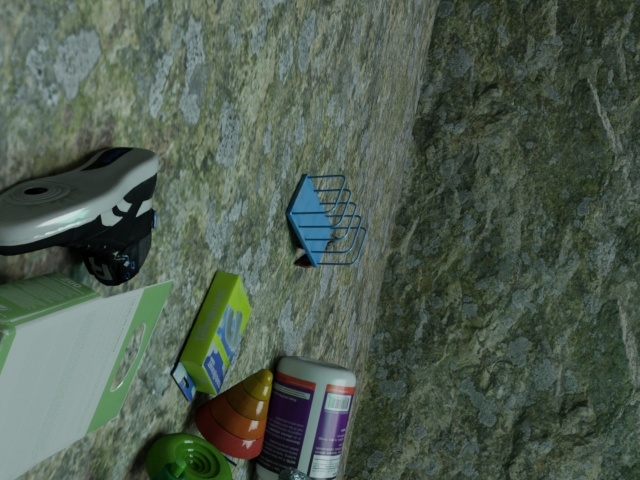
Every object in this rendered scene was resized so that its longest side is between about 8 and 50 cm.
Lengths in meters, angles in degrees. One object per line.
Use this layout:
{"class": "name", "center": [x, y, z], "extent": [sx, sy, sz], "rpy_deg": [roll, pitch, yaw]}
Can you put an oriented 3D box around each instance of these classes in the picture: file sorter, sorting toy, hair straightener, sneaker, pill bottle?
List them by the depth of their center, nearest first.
{"class": "sneaker", "center": [-0.206, -0.001, 0.577], "extent": [0.217, 0.079, 0.121], "rpy_deg": [-54, 151, -63]}
{"class": "sorting toy", "center": [-0.143, 0.266, 0.878], "extent": [0.126, 0.127, 0.365], "rpy_deg": [-57, 172, 13]}
{"class": "file sorter", "center": [0.019, -0.040, 1.352], "extent": [0.170, 0.104, 0.118], "rpy_deg": [65, 36, -42]}
{"class": "pill bottle", "center": [-0.038, 0.428, 1.416], "extent": [0.181, 0.181, 0.323], "rpy_deg": [36, 67, -76]}
{"class": "hair straightener", "center": [0.000, 0.000, 1.506], "extent": [0.230, 0.047, 0.089], "rpy_deg": [-25, 125, -67]}

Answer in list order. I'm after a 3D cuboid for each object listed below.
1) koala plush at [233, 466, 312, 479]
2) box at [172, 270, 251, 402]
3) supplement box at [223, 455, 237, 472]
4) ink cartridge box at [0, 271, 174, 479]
{"class": "koala plush", "center": [-0.147, 0.472, 1.088], "extent": [0.221, 0.203, 0.196], "rpy_deg": [49, 41, -47]}
{"class": "box", "center": [-0.160, 0.149, 0.976], "extent": [0.109, 0.042, 0.178], "rpy_deg": [82, 22, -53]}
{"class": "supplement box", "center": [-0.181, 0.341, 0.928], "extent": [0.056, 0.083, 0.083], "rpy_deg": [-63, 170, 13]}
{"class": "ink cartridge box", "center": [-0.228, 0.111, 0.543], "extent": [0.171, 0.056, 0.235], "rpy_deg": [-65, 171, 11]}
